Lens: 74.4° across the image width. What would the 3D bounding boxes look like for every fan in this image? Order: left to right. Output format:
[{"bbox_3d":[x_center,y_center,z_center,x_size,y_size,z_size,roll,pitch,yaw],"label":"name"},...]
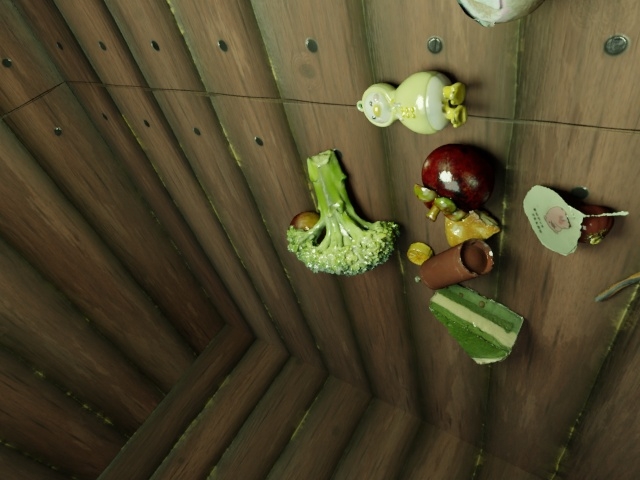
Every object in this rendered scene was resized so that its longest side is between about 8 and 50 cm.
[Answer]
[{"bbox_3d":[0.548,-0.048,0.928,0.182,0.010,0.310,64,175,0],"label":"fan"}]

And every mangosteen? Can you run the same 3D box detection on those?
[{"bbox_3d":[0.321,-0.135,1.034,0.199,0.200,0.200,26,147,19],"label":"mangosteen"}]

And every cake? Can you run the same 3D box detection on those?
[{"bbox_3d":[0.330,0.043,1.397,0.083,0.044,0.084,26,148,18],"label":"cake"},{"bbox_3d":[0.496,0.279,1.425,0.283,0.158,0.172,30,149,16],"label":"cake"}]

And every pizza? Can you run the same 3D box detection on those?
[{"bbox_3d":[0.422,-0.050,1.175,0.161,0.062,0.182,20,140,40],"label":"pizza"}]

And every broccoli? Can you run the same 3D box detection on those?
[{"bbox_3d":[0.092,-0.065,1.355,0.352,0.275,0.398,12,107,-11],"label":"broccoli"}]

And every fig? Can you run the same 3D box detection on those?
[{"bbox_3d":[0.000,0.000,1.597,0.257,0.159,0.159,33,152,-20],"label":"fig"}]

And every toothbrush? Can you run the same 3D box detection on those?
[{"bbox_3d":[0.774,0.080,1.009,0.031,0.023,0.321,38,149,14],"label":"toothbrush"}]

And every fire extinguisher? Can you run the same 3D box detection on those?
[{"bbox_3d":[0.395,0.085,1.276,0.147,0.107,0.337,-5,166,-15],"label":"fire extinguisher"}]

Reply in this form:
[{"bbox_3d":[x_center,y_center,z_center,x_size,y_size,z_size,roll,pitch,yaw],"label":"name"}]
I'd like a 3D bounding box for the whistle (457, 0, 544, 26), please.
[{"bbox_3d":[0.269,-0.486,0.706,0.348,0.189,0.189,44,157,37],"label":"whistle"}]

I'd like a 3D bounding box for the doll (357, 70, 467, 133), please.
[{"bbox_3d":[0.201,-0.317,0.992,0.296,0.117,0.142,8,135,40],"label":"doll"}]

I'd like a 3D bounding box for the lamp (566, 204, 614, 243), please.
[{"bbox_3d":[0.612,-0.037,0.963,0.101,0.090,0.101,-7,149,-4],"label":"lamp"}]
